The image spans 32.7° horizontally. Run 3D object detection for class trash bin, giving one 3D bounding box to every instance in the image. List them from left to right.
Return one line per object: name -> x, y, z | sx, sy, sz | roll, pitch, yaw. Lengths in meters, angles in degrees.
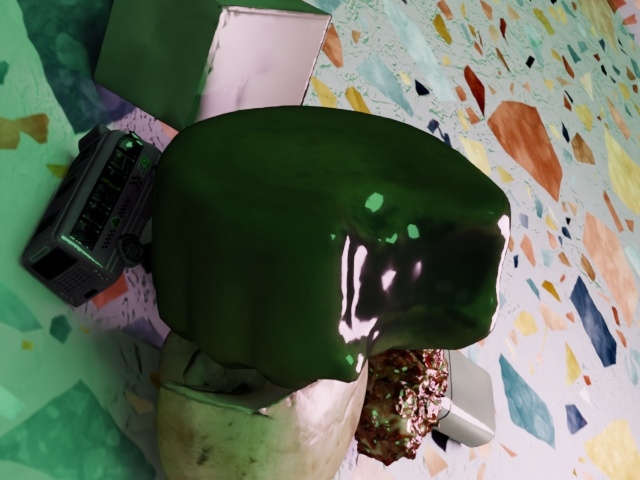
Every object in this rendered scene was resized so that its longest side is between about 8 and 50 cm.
trash bin -> 0.176, 0.205, 1.473 | 0.130, 0.059, 0.116 | 34, 45, -38

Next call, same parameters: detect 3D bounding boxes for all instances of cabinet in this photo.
cabinet -> -0.119, -0.219, 1.234 | 0.150, 0.145, 0.206 | 31, 23, 27

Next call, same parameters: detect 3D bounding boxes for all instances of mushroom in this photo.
mushroom -> -0.069, 0.182, 1.089 | 0.254, 0.195, 0.189 | -22, 120, -58

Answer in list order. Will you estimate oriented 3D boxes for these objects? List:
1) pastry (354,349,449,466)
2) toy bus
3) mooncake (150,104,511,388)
pastry -> 0.095, 0.178, 1.337 | 0.208, 0.115, 0.097 | -58, 140, -52
toy bus -> -0.218, -0.030, 1.083 | 0.098, 0.087, 0.178 | 39, 43, -22
mooncake -> 0.000, 0.000, 1.061 | 0.351, 0.351, 0.187 | -41, 142, -54
